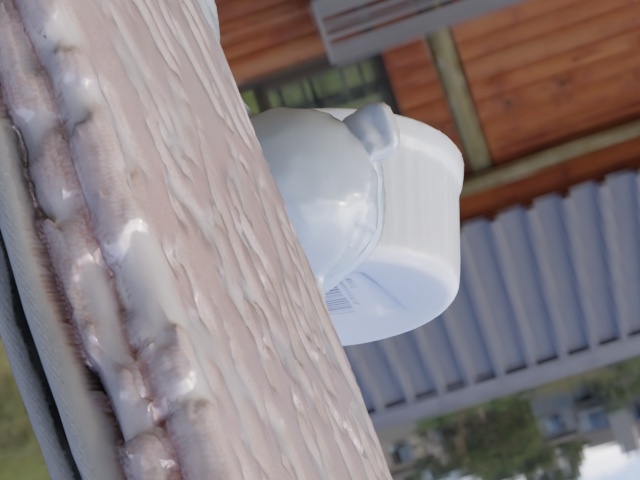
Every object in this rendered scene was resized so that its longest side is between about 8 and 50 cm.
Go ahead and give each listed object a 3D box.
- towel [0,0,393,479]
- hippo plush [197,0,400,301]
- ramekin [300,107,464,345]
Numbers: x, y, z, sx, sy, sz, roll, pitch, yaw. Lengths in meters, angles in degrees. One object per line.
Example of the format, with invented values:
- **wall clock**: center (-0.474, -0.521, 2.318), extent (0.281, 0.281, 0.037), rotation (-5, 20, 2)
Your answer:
- **towel**: center (-0.043, 0.020, 0.535), extent (0.053, 0.332, 0.317), rotation (-23, 163, 7)
- **hippo plush**: center (-0.062, -0.076, 0.969), extent (0.236, 0.234, 0.294), rotation (15, 175, 12)
- **ramekin**: center (0.000, 0.000, 1.394), extent (0.277, 0.135, 0.277), rotation (-3, 157, -1)
